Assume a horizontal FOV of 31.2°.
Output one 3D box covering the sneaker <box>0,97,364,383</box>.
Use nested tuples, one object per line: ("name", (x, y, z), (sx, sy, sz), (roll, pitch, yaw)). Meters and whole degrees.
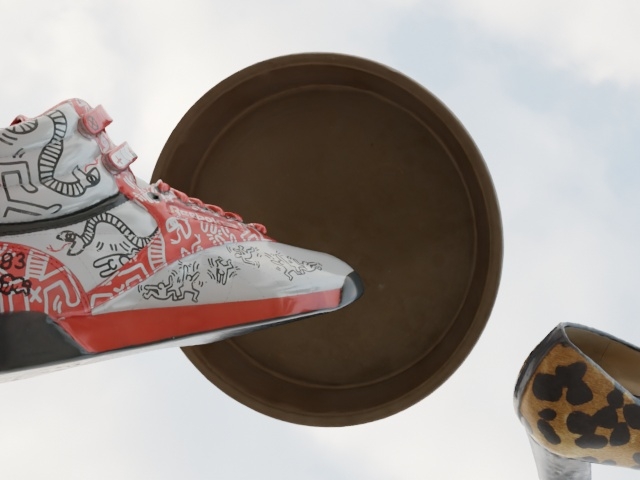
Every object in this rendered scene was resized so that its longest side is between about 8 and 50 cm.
("sneaker", (-0.093, -0.010, 0.660), (0.090, 0.270, 0.144), (-21, -100, 51))

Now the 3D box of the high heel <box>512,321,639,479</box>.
("high heel", (0.250, 0.091, 0.694), (0.261, 0.186, 0.093), (-18, -139, 1))

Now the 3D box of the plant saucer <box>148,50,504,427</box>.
("plant saucer", (0.000, 0.000, 0.850), (0.278, 0.041, 0.277), (2, -84, 18))
